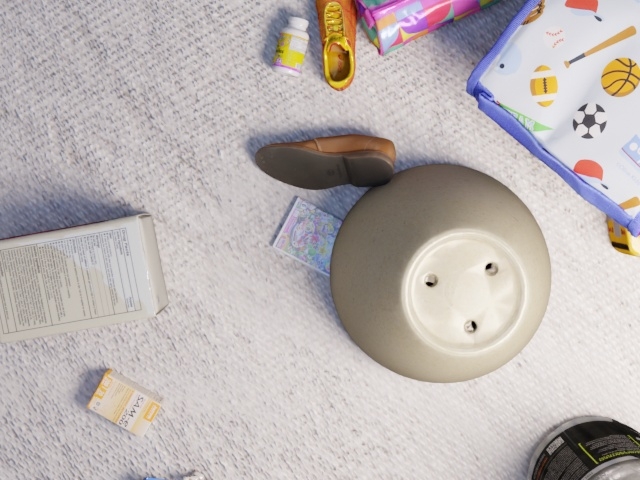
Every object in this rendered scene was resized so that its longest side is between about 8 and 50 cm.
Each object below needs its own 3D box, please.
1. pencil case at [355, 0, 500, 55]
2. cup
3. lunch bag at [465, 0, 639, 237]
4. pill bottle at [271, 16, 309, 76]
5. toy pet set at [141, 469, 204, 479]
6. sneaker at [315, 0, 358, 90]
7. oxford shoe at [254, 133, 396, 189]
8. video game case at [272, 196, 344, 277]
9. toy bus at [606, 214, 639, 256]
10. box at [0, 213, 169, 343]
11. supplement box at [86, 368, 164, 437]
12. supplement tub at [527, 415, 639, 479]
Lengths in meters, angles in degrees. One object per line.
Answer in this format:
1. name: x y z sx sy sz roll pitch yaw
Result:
1. pencil case: 0.170 -0.358 1.463 0.236 0.104 0.104 -27 93 3
2. cup: 0.184 0.059 1.415 0.331 0.237 0.331 0 95 -3
3. lunch bag: 0.437 -0.237 1.369 0.385 0.239 0.328 -45 72 -4
4. pill bottle: -0.042 -0.287 1.496 0.043 0.043 0.083 15 93 -1
5. toy pet set: -0.229 0.405 1.547 0.114 0.065 0.122 17 98 -36
6. sneaker: 0.028 -0.309 1.483 0.064 0.067 0.175 -8 92 3
7. oxford shoe: 0.009 -0.124 1.501 0.212 0.076 0.076 4 135 12
8. video game case: 0.000 0.000 1.531 0.122 0.011 0.087 28 93 -2
9. toy bus: 0.597 -0.042 1.476 0.332 0.108 0.130 -9 92 2
10. box: -0.354 0.052 1.479 0.232 0.127 0.149 -10 93 1
11. supplement box: -0.295 0.247 1.536 0.098 0.036 0.062 29 94 -2
12. supplement tub: 0.414 0.377 1.389 0.207 0.338 0.207 0 94 1
